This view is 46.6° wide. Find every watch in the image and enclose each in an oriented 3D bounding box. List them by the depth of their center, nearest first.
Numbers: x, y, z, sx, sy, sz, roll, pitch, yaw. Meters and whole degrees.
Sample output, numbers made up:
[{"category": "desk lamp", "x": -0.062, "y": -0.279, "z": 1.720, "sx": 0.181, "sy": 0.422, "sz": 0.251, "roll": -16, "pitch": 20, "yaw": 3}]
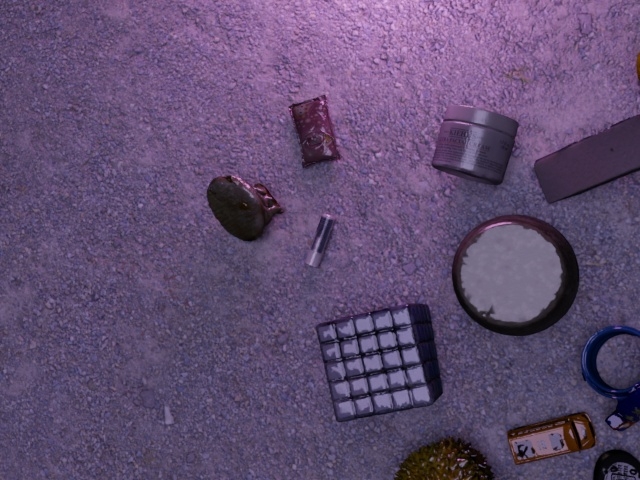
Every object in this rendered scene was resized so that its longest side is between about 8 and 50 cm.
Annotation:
[{"category": "watch", "x": 0.679, "y": 0.295, "z": 1.659, "sx": 0.196, "sy": 0.171, "sz": 0.200, "roll": -34, "pitch": 63, "yaw": 13}]

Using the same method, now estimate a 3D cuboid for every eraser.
[{"category": "eraser", "x": 0.659, "y": -0.196, "z": 1.671, "sx": 0.352, "sy": 0.077, "sz": 0.111, "roll": -25, "pitch": 81, "yaw": 43}]

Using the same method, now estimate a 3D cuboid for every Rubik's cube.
[{"category": "Rubik's cube", "x": 0.147, "y": 0.283, "z": 1.763, "sx": 0.238, "sy": 0.237, "sz": 0.237, "roll": -13, "pitch": 84, "yaw": 16}]

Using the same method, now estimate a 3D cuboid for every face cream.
[{"category": "face cream", "x": 0.364, "y": -0.224, "z": 1.762, "sx": 0.177, "sy": 0.177, "sz": 0.153, "roll": 16, "pitch": 91, "yaw": 17}]

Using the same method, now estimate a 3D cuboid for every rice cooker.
[{"category": "rice cooker", "x": 0.668, "y": 0.553, "z": 1.664, "sx": 0.112, "sy": 0.106, "sz": 0.165, "roll": 3, "pitch": 77, "yaw": 13}]

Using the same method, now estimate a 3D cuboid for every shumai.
[{"category": "shumai", "x": -0.194, "y": -0.104, "z": 1.951, "sx": 0.201, "sy": 0.120, "sz": 0.201, "roll": 23, "pitch": 137, "yaw": 23}]

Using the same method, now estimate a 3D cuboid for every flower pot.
[{"category": "flower pot", "x": 0.431, "y": 0.076, "z": 1.647, "sx": 0.293, "sy": 0.330, "sz": 0.294, "roll": -1, "pitch": 87, "yaw": 15}]

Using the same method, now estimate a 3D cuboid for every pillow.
[{"category": "pillow", "x": -0.014, "y": -0.284, "z": 1.949, "sx": 0.118, "sy": 0.043, "sz": 0.185, "roll": -14, "pitch": 79, "yaw": 21}]

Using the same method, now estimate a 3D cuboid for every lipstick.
[{"category": "lipstick", "x": 0.000, "y": 0.000, "z": 1.927, "sx": 0.040, "sy": 0.040, "sz": 0.141, "roll": 21, "pitch": 93, "yaw": 16}]

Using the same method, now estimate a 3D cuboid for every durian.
[{"category": "durian", "x": 0.309, "y": 0.595, "z": 1.700, "sx": 0.258, "sy": 0.258, "sz": 0.293, "roll": -40, "pitch": 82, "yaw": 10}]

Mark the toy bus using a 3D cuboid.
[{"category": "toy bus", "x": 0.534, "y": 0.460, "z": 1.715, "sx": 0.194, "sy": 0.088, "sz": 0.083, "roll": -19, "pitch": 80, "yaw": 15}]

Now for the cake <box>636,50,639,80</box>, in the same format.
[{"category": "cake", "x": 0.837, "y": -0.366, "z": 1.645, "sx": 0.179, "sy": 0.156, "sz": 0.260, "roll": -41, "pitch": 75, "yaw": 12}]
